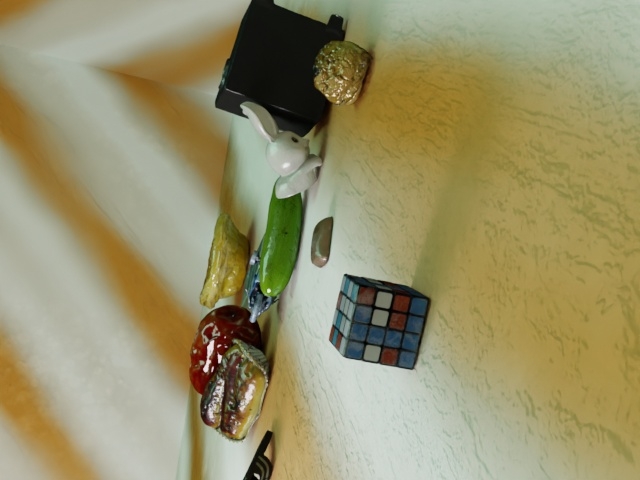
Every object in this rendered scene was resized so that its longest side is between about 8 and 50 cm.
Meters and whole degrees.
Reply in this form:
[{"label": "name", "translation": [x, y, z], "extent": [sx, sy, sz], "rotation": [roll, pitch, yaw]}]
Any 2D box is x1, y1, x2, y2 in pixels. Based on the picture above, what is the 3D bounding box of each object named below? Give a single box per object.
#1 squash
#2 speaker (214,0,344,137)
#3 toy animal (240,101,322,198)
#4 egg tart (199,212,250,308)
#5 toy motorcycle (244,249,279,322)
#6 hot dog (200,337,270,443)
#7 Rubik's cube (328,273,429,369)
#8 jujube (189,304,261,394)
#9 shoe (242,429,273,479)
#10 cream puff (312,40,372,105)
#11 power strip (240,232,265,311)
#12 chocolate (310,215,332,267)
[{"label": "squash", "translation": [-0.086, -0.015, 1.922], "extent": [0.082, 0.082, 0.293], "rotation": [129, 151, -66]}, {"label": "speaker", "translation": [-0.094, -0.400, 1.945], "extent": [0.184, 0.232, 0.254], "rotation": [162, 125, -75]}, {"label": "toy animal", "translation": [-0.081, -0.215, 1.863], "extent": [0.104, 0.130, 0.221], "rotation": [-64, -49, -73]}, {"label": "egg tart", "translation": [-0.302, 0.072, 2.753], "extent": [0.319, 0.128, 0.319], "rotation": [-168, 90, -81]}, {"label": "toy motorcycle", "translation": [-0.122, 0.079, 2.003], "extent": [0.135, 0.092, 0.255], "rotation": [108, 179, -71]}, {"label": "hot dog", "translation": [-0.199, 0.353, 1.994], "extent": [0.162, 0.081, 0.271], "rotation": [42, 123, 31]}, {"label": "Rubik's cube", "translation": [0.070, 0.099, 1.060], "extent": [0.092, 0.092, 0.092], "rotation": [-148, 71, -77]}, {"label": "jujube", "translation": [-0.237, 0.280, 2.131], "extent": [0.174, 0.174, 0.251], "rotation": [-101, 19, -61]}, {"label": "shoe", "translation": [-0.117, 0.455, 1.717], "extent": [0.071, 0.049, 0.179], "rotation": [-64, -1, 32]}, {"label": "cream puff", "translation": [0.037, -0.320, 1.616], "extent": [0.133, 0.104, 0.120], "rotation": [-176, 104, -77]}, {"label": "power strip", "translation": [-0.164, 0.089, 2.283], "extent": [0.270, 0.046, 0.118], "rotation": [118, 160, -55]}, {"label": "chocolate", "translation": [0.000, 0.000, 1.640], "extent": [0.064, 0.031, 0.101], "rotation": [139, 143, -64]}]
